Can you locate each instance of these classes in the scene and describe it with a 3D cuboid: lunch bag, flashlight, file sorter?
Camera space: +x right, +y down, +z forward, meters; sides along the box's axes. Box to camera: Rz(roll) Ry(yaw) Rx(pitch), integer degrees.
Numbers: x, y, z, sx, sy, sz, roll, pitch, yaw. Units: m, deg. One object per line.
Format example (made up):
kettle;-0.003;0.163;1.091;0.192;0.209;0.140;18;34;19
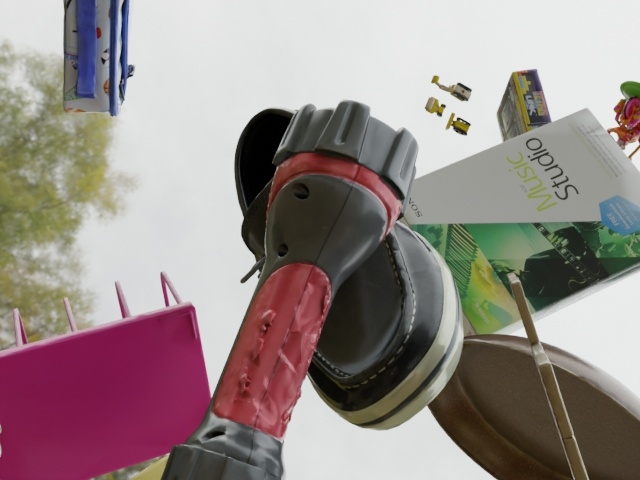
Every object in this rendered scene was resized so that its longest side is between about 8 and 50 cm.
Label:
lunch bag;-0.357;-0.354;1.283;0.243;0.115;0.303;-103;-160;-50
flashlight;-0.021;0.055;0.521;0.103;0.304;0.103;3;-30;34
file sorter;-0.313;0.179;1.064;0.182;0.291;0.202;-139;-141;-60

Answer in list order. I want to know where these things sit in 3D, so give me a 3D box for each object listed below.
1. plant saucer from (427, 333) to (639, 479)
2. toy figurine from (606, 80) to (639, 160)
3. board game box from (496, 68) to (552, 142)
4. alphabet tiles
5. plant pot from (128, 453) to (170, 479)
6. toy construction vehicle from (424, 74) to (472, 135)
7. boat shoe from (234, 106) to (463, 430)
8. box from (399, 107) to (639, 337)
plant saucer;0.249;0.203;0.860;0.310;0.050;0.310;29;-31;20
toy figurine;0.530;-0.161;1.376;0.130;0.159;0.173;27;-10;49
board game box;0.350;-0.180;1.352;0.141;0.048;0.170;92;-9;-69
alphabet tiles;0.156;0.119;0.514;0.009;0.237;0.198;-18;-94;11
plant pot;-0.116;0.371;0.767;0.239;0.254;0.254;39;-43;22
toy construction vehicle;0.234;-0.246;1.454;0.035;0.098;0.086;3;-108;69
boat shoe;0.000;0.000;0.846;0.187;0.156;0.500;-43;-148;15
box;0.275;-0.023;1.033;0.232;0.322;0.058;60;-13;25
